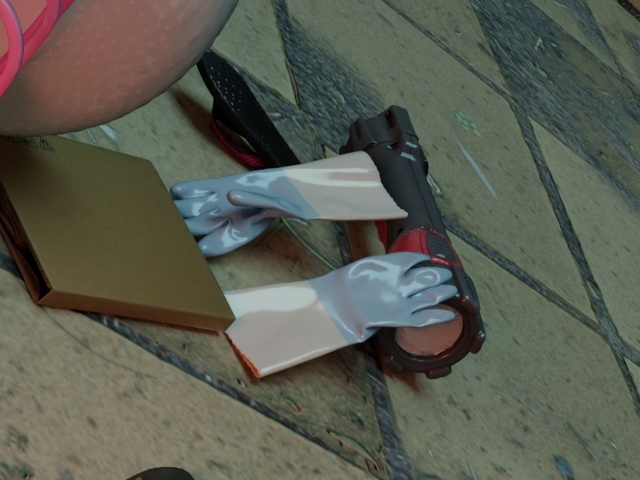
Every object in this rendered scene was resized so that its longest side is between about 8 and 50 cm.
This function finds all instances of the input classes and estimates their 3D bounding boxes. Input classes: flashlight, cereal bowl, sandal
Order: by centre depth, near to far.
[{"bbox_3d":[-0.213,-0.206,1.053,0.339,0.339,0.141,41,31,-16],"label":"cereal bowl"},{"bbox_3d":[-0.066,-0.093,1.524,0.179,0.040,0.067,54,23,-26],"label":"sandal"},{"bbox_3d":[0.073,-0.001,1.545,0.304,0.103,0.103,-106,178,-56],"label":"flashlight"}]

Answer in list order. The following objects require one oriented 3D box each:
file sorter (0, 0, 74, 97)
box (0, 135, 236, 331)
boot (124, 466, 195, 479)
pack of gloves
[{"bbox_3d":[-0.225,-0.145,0.837,0.202,0.182,0.291,41,23,-14],"label":"file sorter"},{"bbox_3d":[-0.162,-0.010,1.222,0.201,0.021,0.164,14,40,-54],"label":"box"},{"bbox_3d":[-0.100,0.187,0.959,0.137,0.077,0.198,53,9,24],"label":"boot"},{"bbox_3d":[0.000,0.000,1.353,0.232,0.046,0.195,-13,54,-36],"label":"pack of gloves"}]
